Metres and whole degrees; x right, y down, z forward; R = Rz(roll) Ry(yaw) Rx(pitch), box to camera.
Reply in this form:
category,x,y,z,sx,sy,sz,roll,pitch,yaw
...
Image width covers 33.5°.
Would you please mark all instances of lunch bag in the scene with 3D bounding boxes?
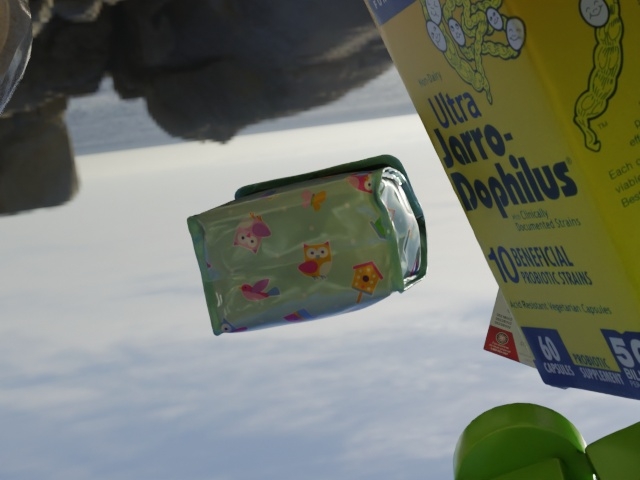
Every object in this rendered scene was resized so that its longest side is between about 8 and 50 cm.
category,x,y,z,sx,sy,sz,roll,pitch,yaw
lunch bag,0.000,0.000,1.196,0.223,0.160,0.262,-13,-177,14

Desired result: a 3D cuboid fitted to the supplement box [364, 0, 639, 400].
category,x,y,z,sx,sy,sz,roll,pitch,yaw
supplement box,0.203,-0.088,0.742,0.195,0.357,0.194,-27,-175,-15

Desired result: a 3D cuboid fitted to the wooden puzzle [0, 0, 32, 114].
category,x,y,z,sx,sy,sz,roll,pitch,yaw
wooden puzzle,-0.289,-0.029,0.393,0.322,0.348,0.080,37,-157,4

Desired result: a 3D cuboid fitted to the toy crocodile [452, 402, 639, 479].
category,x,y,z,sx,sy,sz,roll,pitch,yaw
toy crocodile,0.161,0.113,0.452,0.340,0.105,0.115,-25,-162,13

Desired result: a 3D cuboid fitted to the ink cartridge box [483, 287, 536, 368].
category,x,y,z,sx,sy,sz,roll,pitch,yaw
ink cartridge box,0.338,0.092,1.548,0.128,0.176,0.127,18,-172,38
